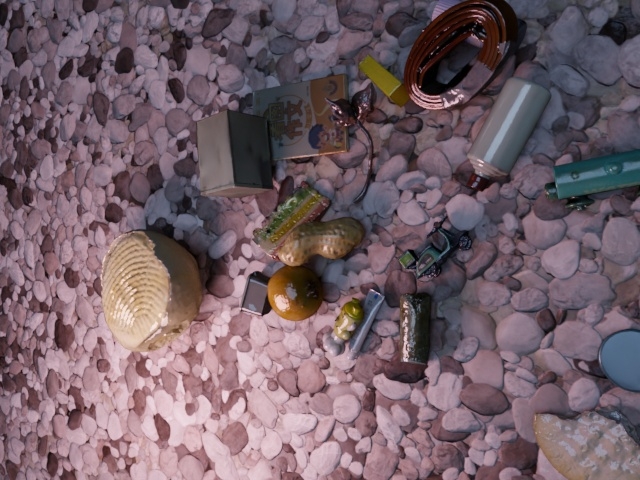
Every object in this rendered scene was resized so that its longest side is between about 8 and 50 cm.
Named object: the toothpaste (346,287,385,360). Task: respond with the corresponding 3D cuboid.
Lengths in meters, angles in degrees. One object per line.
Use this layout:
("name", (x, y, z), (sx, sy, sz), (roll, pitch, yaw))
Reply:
("toothpaste", (0.111, 0.220, 1.235), (0.048, 0.031, 0.190), (26, 98, 34))

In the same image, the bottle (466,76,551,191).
("bottle", (0.397, -0.223, 1.049), (0.104, 0.104, 0.245), (30, 104, 23))

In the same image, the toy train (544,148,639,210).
("toy train", (0.571, -0.127, 0.936), (0.248, 0.159, 0.101), (-11, 80, 27))

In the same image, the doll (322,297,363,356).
("doll", (0.058, 0.225, 1.226), (0.062, 0.106, 0.162), (23, 110, -10))

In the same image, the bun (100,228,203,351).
("bun", (-0.491, 0.147, 1.437), (0.364, 0.202, 0.364), (0, 90, 33))

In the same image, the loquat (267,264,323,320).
("loquat", (-0.066, 0.137, 1.261), (0.163, 0.137, 0.163), (-10, 74, 37))

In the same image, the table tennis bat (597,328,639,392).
("table tennis bat", (0.654, 0.276, 0.964), (0.124, 0.033, 0.201), (-36, 72, 24))

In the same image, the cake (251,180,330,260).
("cake", (-0.075, -0.049, 1.320), (0.225, 0.090, 0.109), (-46, 68, -1))

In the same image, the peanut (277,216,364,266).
("peanut", (0.000, 0.000, 1.225), (0.229, 0.098, 0.103), (-11, 67, 3))

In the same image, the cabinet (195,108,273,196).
("cabinet", (-0.241, -0.233, 1.327), (0.150, 0.145, 0.206), (-8, 86, 40))

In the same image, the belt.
("belt", (0.301, -0.399, 1.044), (0.261, 0.105, 0.184), (-31, 94, 47))

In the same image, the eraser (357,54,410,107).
("eraser", (0.159, -0.390, 1.170), (0.045, 0.097, 0.122), (-47, 69, 18))

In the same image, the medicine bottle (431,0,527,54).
("medicine bottle", (0.353, -0.486, 1.080), (0.203, 0.083, 0.083), (34, 105, 21))

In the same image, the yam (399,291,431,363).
("yam", (0.226, 0.214, 1.150), (0.078, 0.078, 0.179), (3, 90, 26))

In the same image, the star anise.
("star anise", (0.093, -0.238, 1.187), (0.218, 0.148, 0.227), (-38, 73, 48))

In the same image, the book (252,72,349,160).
("book", (-0.060, -0.332, 1.323), (0.295, 0.020, 0.208), (-2, 90, 27))

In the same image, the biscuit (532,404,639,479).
("biscuit", (0.578, 0.434, 0.998), (0.265, 0.040, 0.188), (22, 102, 25))

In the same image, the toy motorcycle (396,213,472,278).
("toy motorcycle", (0.274, 0.022, 1.137), (0.173, 0.058, 0.100), (-45, 66, 21))

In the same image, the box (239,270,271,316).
("box", (-0.171, 0.153, 1.347), (0.069, 0.084, 0.122), (19, 100, 18))
